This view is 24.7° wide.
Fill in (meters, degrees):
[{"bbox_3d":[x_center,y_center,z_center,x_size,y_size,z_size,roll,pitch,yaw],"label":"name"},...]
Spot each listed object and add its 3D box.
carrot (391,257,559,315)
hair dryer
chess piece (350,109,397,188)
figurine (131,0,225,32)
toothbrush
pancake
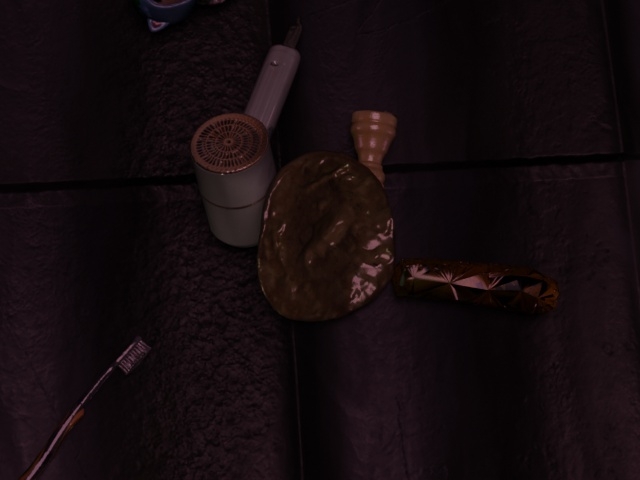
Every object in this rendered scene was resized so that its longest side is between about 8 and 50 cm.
[{"bbox_3d":[0.212,0.061,2.016,0.228,0.069,0.069,7,75,-2],"label":"carrot"},{"bbox_3d":[-0.073,-0.174,2.022,0.107,0.173,0.357,11,55,14],"label":"hair dryer"},{"bbox_3d":[0.071,-0.117,2.049,0.066,0.066,0.122,6,80,-4],"label":"chess piece"},{"bbox_3d":[-0.180,-0.372,2.052,0.178,0.144,0.114,-18,82,-21],"label":"figurine"},{"bbox_3d":[-0.339,0.253,1.935,0.031,0.023,0.321,40,75,8],"label":"toothbrush"},{"bbox_3d":[0.000,0.000,1.966,0.241,0.050,0.242,-6,100,-33],"label":"pancake"}]
